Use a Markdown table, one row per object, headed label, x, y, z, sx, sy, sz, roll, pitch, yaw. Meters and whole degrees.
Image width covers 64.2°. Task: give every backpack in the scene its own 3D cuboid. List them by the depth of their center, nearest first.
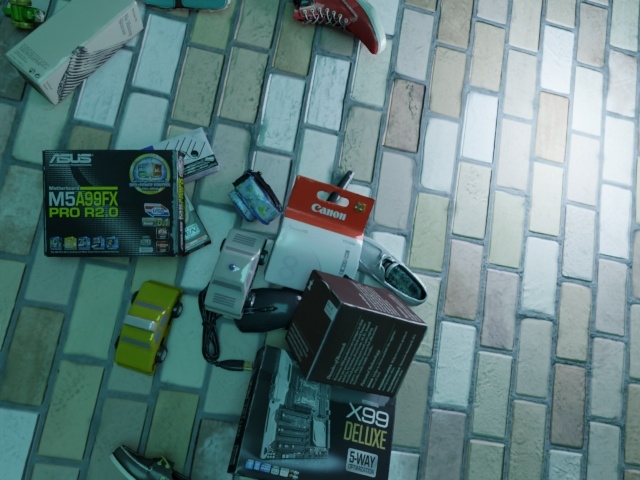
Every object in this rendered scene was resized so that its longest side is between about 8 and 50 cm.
| label | x | y | z | sx | sy | sz | roll | pitch | yaw |
| --- | --- | --- | --- | --- | --- | --- | --- | --- | --- |
| backpack | -0.140 | -0.086 | 1.115 | 0.084 | 0.105 | 0.114 | -38 | 90 | 8 |

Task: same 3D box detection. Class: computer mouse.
| label | x | y | z | sx | sy | sz | roll | pitch | yaw |
| --- | --- | --- | --- | --- | --- | --- | --- | --- | --- |
| computer mouse | -0.131 | 0.186 | 1.089 | 0.262 | 0.060 | 0.184 | 2 | 79 | -10 |

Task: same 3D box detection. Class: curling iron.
| label | x | y | z | sx | sy | sz | roll | pitch | yaw |
| --- | --- | --- | --- | --- | --- | --- | --- | --- | --- |
| curling iron | -0.007 | -0.060 | 1.167 | 0.068 | 0.035 | 0.274 | 41 | 76 | -2 |

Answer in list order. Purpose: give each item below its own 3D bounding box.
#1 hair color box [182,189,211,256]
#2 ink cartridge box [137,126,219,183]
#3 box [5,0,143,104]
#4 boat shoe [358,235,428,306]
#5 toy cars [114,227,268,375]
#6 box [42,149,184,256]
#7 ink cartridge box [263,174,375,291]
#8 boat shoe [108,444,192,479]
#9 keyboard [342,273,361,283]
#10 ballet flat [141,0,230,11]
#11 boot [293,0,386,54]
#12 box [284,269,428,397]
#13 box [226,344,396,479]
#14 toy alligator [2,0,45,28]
| label | x | y | z | sx | sy | sz | roll | pitch | yaw |
| --- | --- | --- | --- | --- | --- | --- | --- | --- | --- |
| hair color box | -0.299 | -0.044 | 1.105 | 0.072 | 0.043 | 0.141 | -28 | 86 | -13 |
| ink cartridge box | -0.336 | -0.164 | 1.117 | 0.207 | 0.046 | 0.097 | -23 | 85 | -12 |
| box | -0.518 | -0.430 | 1.097 | 0.094 | 0.113 | 0.275 | 42 | 77 | -2 |
| boat shoe | 0.152 | 0.062 | 1.151 | 0.227 | 0.081 | 0.079 | 40 | 77 | 0 |
| toy cars | -0.264 | 0.115 | 1.037 | 0.394 | 0.087 | 0.176 | -32 | 77 | -7 |
| box | -0.417 | -0.074 | 1.038 | 0.270 | 0.060 | 0.216 | 0 | 92 | -1 |
| ink cartridge box | 0.000 | 0.000 | 1.093 | 0.189 | 0.066 | 0.232 | 16 | 108 | -13 |
| boat shoe | -0.307 | 0.467 | 1.000 | 0.228 | 0.081 | 0.068 | 42 | 73 | -9 |
| keyboard | 0.027 | 0.160 | 1.103 | 0.108 | 0.023 | 0.180 | 30 | 95 | -18 |
| ballet flat | -0.329 | -0.584 | 1.185 | 0.241 | 0.091 | 0.077 | 5 | 49 | -14 |
| boot | 0.035 | -0.529 | 1.233 | 0.176 | 0.088 | 0.244 | -28 | 78 | -14 |
| box | 0.066 | 0.183 | 1.019 | 0.203 | 0.168 | 0.167 | 18 | 102 | -23 |
| box | -0.005 | 0.371 | 1.023 | 0.307 | 0.076 | 0.242 | 20 | 61 | -14 |
| toy alligator | -0.614 | -0.481 | 1.088 | 0.051 | 0.190 | 0.056 | -21 | 125 | -47 |
